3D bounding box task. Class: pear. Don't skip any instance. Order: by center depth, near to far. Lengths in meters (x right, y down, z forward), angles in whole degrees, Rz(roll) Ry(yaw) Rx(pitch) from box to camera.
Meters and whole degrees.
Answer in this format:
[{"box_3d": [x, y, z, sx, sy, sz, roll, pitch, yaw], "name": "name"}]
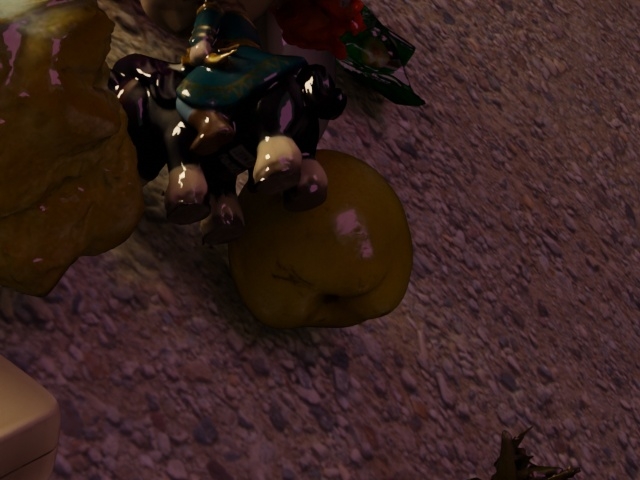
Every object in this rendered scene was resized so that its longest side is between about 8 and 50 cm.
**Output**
[{"box_3d": [0.000, 0.000, 1.303, 0.200, 0.200, 0.200, 27, 43, -28], "name": "pear"}]

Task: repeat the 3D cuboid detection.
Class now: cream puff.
[{"box_3d": [-0.295, -0.087, 1.041, 0.274, 0.269, 0.323, -10, 21, -15], "name": "cream puff"}]

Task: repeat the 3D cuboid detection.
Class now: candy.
[{"box_3d": [0.066, -0.253, 1.675, 0.141, 0.078, 0.203, 46, 24, -24], "name": "candy"}]

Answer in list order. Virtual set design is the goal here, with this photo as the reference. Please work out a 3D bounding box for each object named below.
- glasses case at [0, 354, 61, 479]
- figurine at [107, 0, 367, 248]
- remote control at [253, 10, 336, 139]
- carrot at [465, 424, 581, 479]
[{"box_3d": [-0.342, 0.166, 0.845, 0.144, 0.076, 0.336, 30, 33, 29], "name": "glasses case"}, {"box_3d": [-0.102, -0.200, 1.237, 0.241, 0.306, 0.411, 18, 81, -48], "name": "figurine"}, {"box_3d": [-0.033, -0.258, 1.481, 0.221, 0.103, 0.332, 63, 25, -60], "name": "remote control"}, {"box_3d": [0.224, 0.359, 1.226, 0.193, 0.214, 0.331, 42, 30, -62], "name": "carrot"}]
